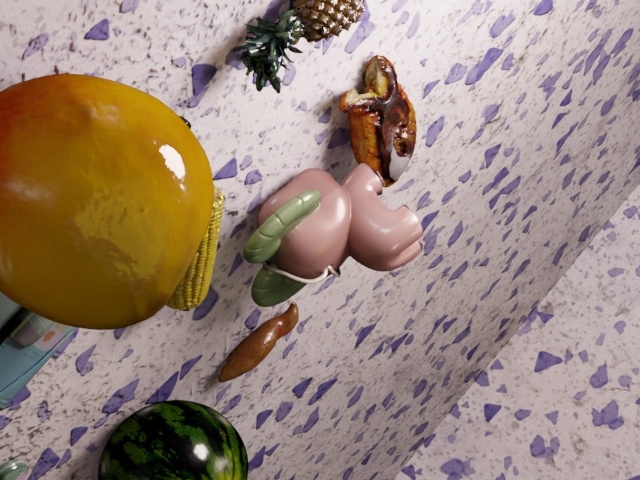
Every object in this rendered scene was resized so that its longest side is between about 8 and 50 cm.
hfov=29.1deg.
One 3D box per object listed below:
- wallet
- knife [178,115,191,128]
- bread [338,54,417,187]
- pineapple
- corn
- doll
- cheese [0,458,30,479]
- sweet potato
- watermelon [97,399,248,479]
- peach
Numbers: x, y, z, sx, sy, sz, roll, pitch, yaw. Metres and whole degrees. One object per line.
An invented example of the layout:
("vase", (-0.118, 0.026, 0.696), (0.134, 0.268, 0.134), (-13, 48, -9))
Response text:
("wallet", (-0.390, 0.109, 1.675), (0.250, 0.075, 0.176), (-48, 159, -6))
("knife", (-0.274, -0.094, 1.648), (0.245, 0.019, 0.072), (-42, 154, -12))
("bread", (0.093, -0.196, 2.047), (0.139, 0.095, 0.269), (-55, 143, -21))
("pineapple", (-0.019, -0.295, 1.708), (0.221, 0.083, 0.103), (-38, 153, -18))
("corn", (-0.196, 0.015, 1.859), (0.081, 0.081, 0.248), (-31, 151, -35))
("doll", (0.000, 0.000, 2.012), (0.268, 0.216, 0.284), (-36, 155, -14))
("cheese", (-0.497, 0.369, 1.926), (0.067, 0.026, 0.120), (-57, 154, 16))
("sweet potato", (-0.112, 0.193, 2.290), (0.202, 0.058, 0.055), (-41, 134, -15))
("watermelon", (-0.256, 0.403, 2.115), (0.269, 0.269, 0.269), (-38, 153, -23))
("peach", (-0.275, -0.059, 1.414), (0.289, 0.289, 0.308), (-48, 117, -3))
